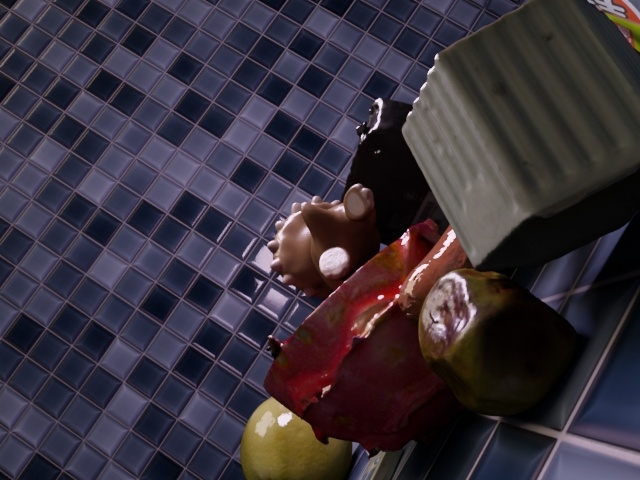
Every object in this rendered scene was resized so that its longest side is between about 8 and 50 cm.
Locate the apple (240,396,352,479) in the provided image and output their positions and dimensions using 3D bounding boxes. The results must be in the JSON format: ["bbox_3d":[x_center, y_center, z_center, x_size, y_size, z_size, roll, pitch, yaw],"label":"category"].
[{"bbox_3d":[-0.062,0.535,1.466,0.254,0.292,0.292,-85,16,-49],"label":"apple"}]

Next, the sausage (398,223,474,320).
[{"bbox_3d":[0.199,-0.030,0.723,0.327,0.087,0.079,-57,-30,-24],"label":"sausage"}]

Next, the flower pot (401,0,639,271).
[{"bbox_3d":[0.222,-0.097,0.573,0.209,0.190,0.239,-18,-22,-16],"label":"flower pot"}]

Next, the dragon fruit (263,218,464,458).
[{"bbox_3d":[0.113,0.168,0.864,0.371,0.249,0.386,-27,-24,-46],"label":"dragon fruit"}]

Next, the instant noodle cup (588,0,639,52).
[{"bbox_3d":[0.496,-0.472,0.845,0.308,0.294,0.294,-52,-5,16],"label":"instant noodle cup"}]

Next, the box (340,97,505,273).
[{"bbox_3d":[0.207,-0.066,0.971,0.359,0.350,0.091,105,-176,-64],"label":"box"}]

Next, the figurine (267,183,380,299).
[{"bbox_3d":[-0.001,0.005,0.947,0.247,0.173,0.177,45,-114,-73],"label":"figurine"}]

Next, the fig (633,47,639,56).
[{"bbox_3d":[0.358,-0.138,0.738,0.143,0.160,0.231,117,156,-68],"label":"fig"}]

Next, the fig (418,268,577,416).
[{"bbox_3d":[0.181,0.113,0.600,0.144,0.154,0.166,-71,-27,-44],"label":"fig"}]

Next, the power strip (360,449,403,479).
[{"bbox_3d":[0.083,0.428,0.979,0.192,0.035,0.081,-54,-8,-37],"label":"power strip"}]
